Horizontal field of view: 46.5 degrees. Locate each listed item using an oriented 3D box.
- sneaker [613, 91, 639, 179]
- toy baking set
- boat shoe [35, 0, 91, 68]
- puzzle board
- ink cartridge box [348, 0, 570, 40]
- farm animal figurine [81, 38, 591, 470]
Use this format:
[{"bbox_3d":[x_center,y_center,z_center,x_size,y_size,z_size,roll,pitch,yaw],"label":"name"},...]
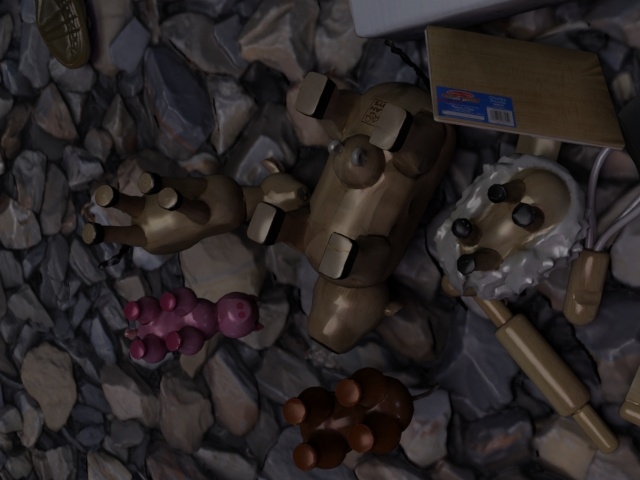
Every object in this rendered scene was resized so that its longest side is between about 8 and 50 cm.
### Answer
[{"bbox_3d":[0.296,-0.081,0.444,0.222,0.083,0.118,-24,62,19],"label":"sneaker"},{"bbox_3d":[0.212,0.032,0.554,0.256,0.030,0.197,48,118,15],"label":"toy baking set"},{"bbox_3d":[-0.281,-0.260,0.805,0.056,0.048,0.153,-23,94,22],"label":"boat shoe"},{"bbox_3d":[0.135,-0.104,0.506,0.128,0.097,0.011,7,142,-6],"label":"puzzle board"},{"bbox_3d":[0.175,-0.321,0.467,0.384,0.091,0.309,-6,97,35],"label":"ink cartridge box"},{"bbox_3d":[0.000,0.000,0.609,0.330,0.172,0.327,45,107,24],"label":"farm animal figurine"}]
